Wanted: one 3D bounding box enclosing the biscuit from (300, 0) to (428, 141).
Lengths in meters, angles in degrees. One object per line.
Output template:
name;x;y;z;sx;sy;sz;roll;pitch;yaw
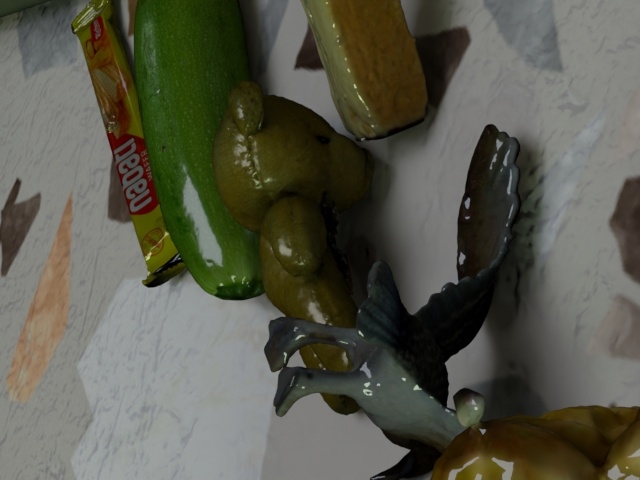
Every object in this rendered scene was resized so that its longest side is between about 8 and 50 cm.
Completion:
biscuit;0.012;-0.152;1.099;0.056;0.052;0.188;19;128;66

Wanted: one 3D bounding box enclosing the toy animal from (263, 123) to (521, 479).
toy animal;0.046;0.072;0.993;0.197;0.160;0.272;-41;42;44

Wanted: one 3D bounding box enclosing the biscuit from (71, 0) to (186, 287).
biscuit;-0.145;-0.083;1.403;0.048;0.026;0.292;-37;49;20

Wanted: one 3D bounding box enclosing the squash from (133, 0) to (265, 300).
squash;-0.083;-0.083;1.262;0.082;0.082;0.292;-40;50;42

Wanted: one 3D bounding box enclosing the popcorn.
popcorn;0.145;0.132;0.801;0.163;0.194;0.140;74;-172;-65

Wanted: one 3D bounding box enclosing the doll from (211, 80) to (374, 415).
doll;0.000;0.000;1.125;0.137;0.097;0.209;73;177;-75

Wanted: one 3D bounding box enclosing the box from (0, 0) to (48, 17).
box;-0.289;-0.367;1.565;0.344;0.177;0.352;-2;78;54
